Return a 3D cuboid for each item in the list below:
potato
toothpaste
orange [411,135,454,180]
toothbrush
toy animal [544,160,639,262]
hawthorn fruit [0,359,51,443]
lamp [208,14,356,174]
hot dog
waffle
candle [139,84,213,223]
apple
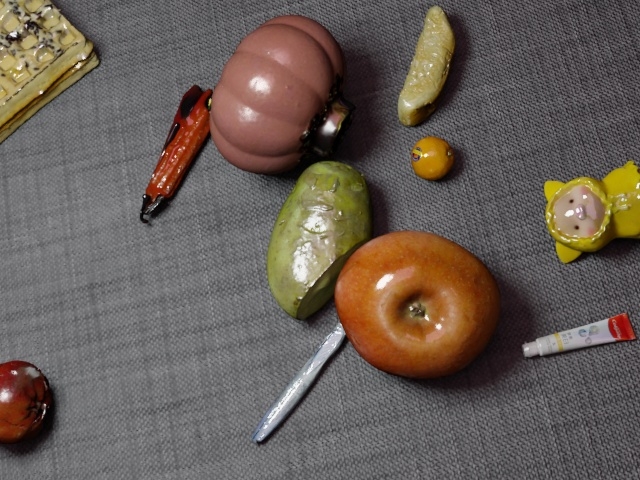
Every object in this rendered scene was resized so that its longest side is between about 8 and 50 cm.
[{"bbox_3d":[0.000,0.000,1.856,0.176,0.141,0.298,12,79,25],"label":"potato"},{"bbox_3d":[0.440,0.168,1.786,0.190,0.031,0.048,-14,65,0],"label":"toothpaste"},{"bbox_3d":[0.205,-0.150,1.908,0.084,0.083,0.083,-3,69,7],"label":"orange"},{"bbox_3d":[0.011,0.190,1.836,0.035,0.042,0.413,35,80,18],"label":"toothbrush"},{"bbox_3d":[0.506,-0.058,1.808,0.230,0.156,0.156,-13,68,14],"label":"toy animal"},{"bbox_3d":[-0.558,0.280,1.830,0.172,0.148,0.148,7,71,20],"label":"hawthorn fruit"},{"bbox_3d":[-0.058,-0.250,1.872,0.240,0.305,0.305,30,76,6],"label":"lamp"},{"bbox_3d":[0.210,-0.328,1.974,0.073,0.084,0.242,16,72,10],"label":"hot dog"},{"bbox_3d":[-0.659,-0.340,2.085,0.376,0.114,0.261,-40,69,-8],"label":"waffle"},{"bbox_3d":[-0.278,-0.166,1.998,0.084,0.059,0.301,16,71,26],"label":"candle"},{"bbox_3d":[0.160,0.107,1.740,0.272,0.206,0.251,35,84,-2],"label":"apple"}]
